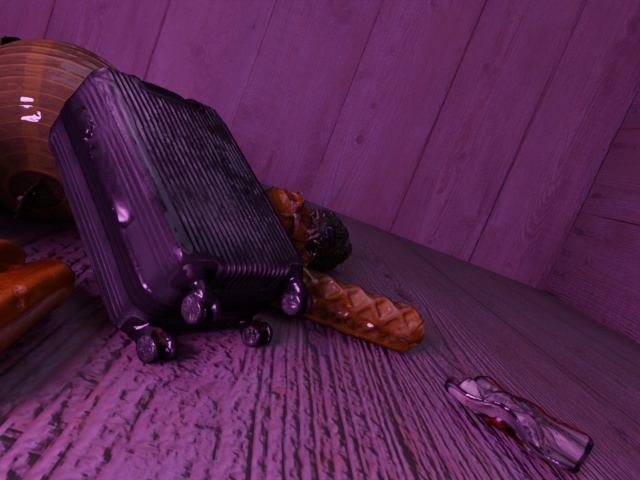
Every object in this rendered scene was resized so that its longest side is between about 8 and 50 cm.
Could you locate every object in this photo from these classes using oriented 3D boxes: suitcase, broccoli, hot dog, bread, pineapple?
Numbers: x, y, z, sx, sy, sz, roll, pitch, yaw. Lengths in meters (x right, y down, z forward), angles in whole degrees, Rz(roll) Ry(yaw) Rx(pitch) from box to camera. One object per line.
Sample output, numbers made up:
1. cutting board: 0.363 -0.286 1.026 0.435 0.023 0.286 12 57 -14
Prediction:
1. suitcase: -0.155 -0.030 0.540 0.202 0.128 0.312 6 49 -57
2. broccoli: 0.000 0.000 1.102 0.162 0.145 0.138 -2 -15 -26
3. hot dog: -0.251 0.050 0.352 0.092 0.062 0.235 21 11 -5
4. bread: -0.019 0.077 0.704 0.368 0.084 0.077 20 31 -9
5. pineapple: -0.096 -0.001 0.831 0.186 0.114 0.236 6 -20 -10

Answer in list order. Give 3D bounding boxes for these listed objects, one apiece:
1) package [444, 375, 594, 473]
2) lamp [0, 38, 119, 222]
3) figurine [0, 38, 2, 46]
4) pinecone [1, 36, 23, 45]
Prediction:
1. package: 0.251 0.223 0.618 0.166 0.040 0.232 31 4 32
2. lamp: -0.351 -0.127 0.655 0.250 0.250 0.284 17 37 -27
3. figurine: -0.535 -0.261 0.636 0.237 0.141 0.162 3 28 -10
4. pinecone: -0.585 -0.248 0.833 0.264 0.264 0.264 21 8 -3
